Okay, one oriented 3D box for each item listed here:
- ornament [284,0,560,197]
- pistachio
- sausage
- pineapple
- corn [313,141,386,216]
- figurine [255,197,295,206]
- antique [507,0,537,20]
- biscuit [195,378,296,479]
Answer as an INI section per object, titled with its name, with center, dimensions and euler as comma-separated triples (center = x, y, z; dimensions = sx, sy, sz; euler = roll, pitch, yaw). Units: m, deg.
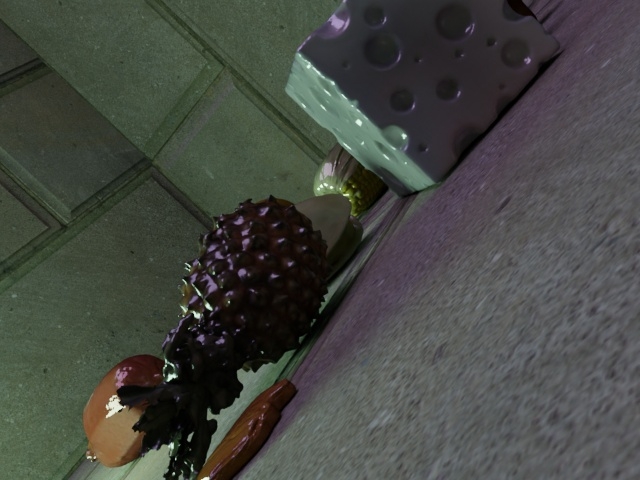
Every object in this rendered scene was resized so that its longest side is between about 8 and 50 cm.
[ornament]
center = 0.122, -0.228, 1.163
dimensions = 0.240, 0.240, 0.239
euler = -48, 2, -5
[pistachio]
center = -0.038, 0.024, 1.218
dimensions = 0.223, 0.126, 0.152
euler = -43, 37, -15
[sausage]
center = -0.324, 0.285, 1.477
dimensions = 0.254, 0.148, 0.148
euler = -44, 5, 43
[pineapple]
center = -0.094, 0.102, 0.937
dimensions = 0.175, 0.175, 0.361
euler = -43, 18, 39
[corn]
center = 0.093, -0.159, 1.611
dimensions = 0.305, 0.123, 0.122
euler = -49, 3, -42
[figurine]
center = -0.129, 0.003, 2.058
dimensions = 0.257, 0.167, 0.192
euler = -45, 17, 50
[antique]
center = 0.218, -0.370, 1.400
dimensions = 0.129, 0.278, 0.223
euler = -46, -27, -22
[biscuit]
center = -0.070, 0.175, 0.772
dimensions = 0.102, 0.019, 0.130
euler = -45, 5, 41
